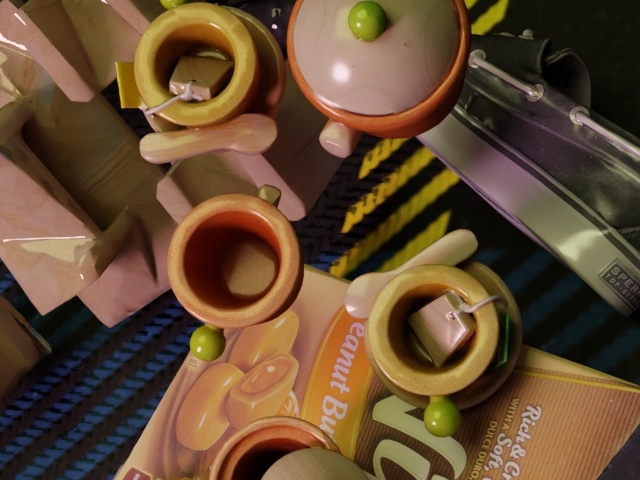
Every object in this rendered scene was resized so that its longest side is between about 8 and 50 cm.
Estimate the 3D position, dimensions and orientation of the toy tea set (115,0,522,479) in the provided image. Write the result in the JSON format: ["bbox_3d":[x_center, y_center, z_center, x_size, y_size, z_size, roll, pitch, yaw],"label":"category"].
[{"bbox_3d":[0.000,0.000,0.892,0.200,0.124,0.336,-13,79,8],"label":"toy tea set"}]

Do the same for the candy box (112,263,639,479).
[{"bbox_3d":[0.041,0.134,0.986,0.316,0.087,0.183,19,74,44],"label":"candy box"}]

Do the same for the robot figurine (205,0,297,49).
[{"bbox_3d":[-0.038,-0.242,1.227,0.278,0.174,0.209,-12,21,32],"label":"robot figurine"}]

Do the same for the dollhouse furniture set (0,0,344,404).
[{"bbox_3d":[-0.216,-0.133,1.170,0.362,0.394,0.256,-32,14,31],"label":"dollhouse furniture set"}]

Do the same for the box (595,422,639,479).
[{"bbox_3d":[0.224,0.346,0.557,0.480,0.297,0.472,-52,46,-1],"label":"box"}]

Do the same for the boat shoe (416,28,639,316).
[{"bbox_3d":[0.118,-0.078,1.051,0.102,0.108,0.301,-48,47,3],"label":"boat shoe"}]
